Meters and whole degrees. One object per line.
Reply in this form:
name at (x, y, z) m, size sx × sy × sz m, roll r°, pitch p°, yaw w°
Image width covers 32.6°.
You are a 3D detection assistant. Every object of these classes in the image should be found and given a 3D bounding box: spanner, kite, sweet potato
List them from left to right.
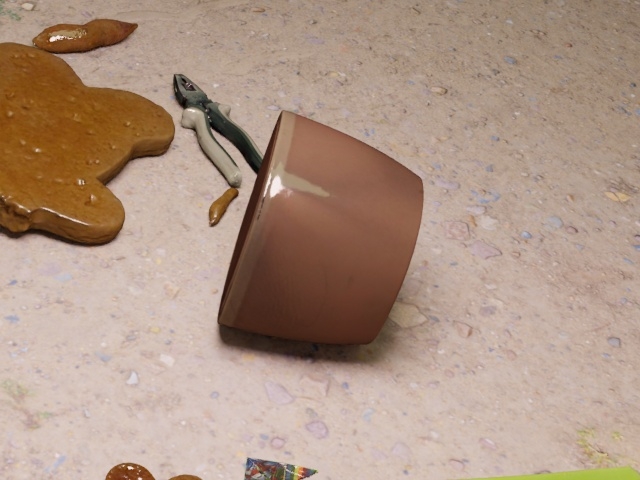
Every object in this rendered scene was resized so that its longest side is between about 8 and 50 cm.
sweet potato at (-0.429, -0.381, 2.034) m, size 0.218 × 0.051 × 0.065 m, roll -16°, pitch 43°, yaw -36°
spanner at (-0.184, -0.195, 1.879) m, size 0.095 × 0.040 × 0.325 m, roll -9°, pitch 43°, yaw -30°
sweet potato at (-0.153, -0.059, 1.716) m, size 0.026 × 0.026 × 0.115 m, roll 20°, pitch 36°, yaw 8°
kite at (-0.057, 0.284, 1.296) m, size 0.122 × 0.004 × 0.090 m, roll -16°, pitch 45°, yaw -36°

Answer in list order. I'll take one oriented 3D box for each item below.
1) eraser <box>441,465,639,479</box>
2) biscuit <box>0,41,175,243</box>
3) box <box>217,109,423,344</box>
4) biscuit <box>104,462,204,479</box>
eraser at (0.277, 0.363, 1.238) m, size 0.274 × 0.092 × 0.210 m, roll 0°, pitch 38°, yaw -22°
biscuit at (-0.439, -0.153, 1.683) m, size 0.368 × 0.076 × 0.394 m, roll 24°, pitch 37°, yaw -5°
box at (0.000, 0.000, 1.480) m, size 0.216 × 0.301 × 0.301 m, roll 19°, pitch 35°, yaw -8°
biscuit at (-0.191, 0.336, 1.149) m, size 0.180 × 0.039 × 0.236 m, roll 15°, pitch 36°, yaw -3°
